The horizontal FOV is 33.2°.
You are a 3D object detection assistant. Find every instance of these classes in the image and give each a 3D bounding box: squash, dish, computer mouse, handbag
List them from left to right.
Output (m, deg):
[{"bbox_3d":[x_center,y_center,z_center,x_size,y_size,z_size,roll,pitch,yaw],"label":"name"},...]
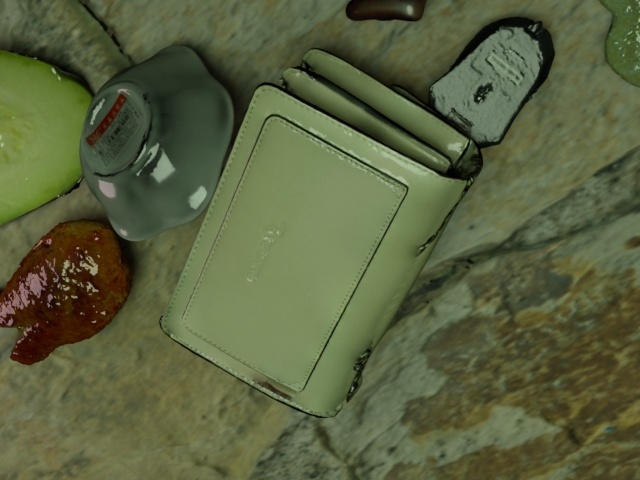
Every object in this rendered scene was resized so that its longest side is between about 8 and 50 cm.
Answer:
[{"bbox_3d":[-0.382,-0.136,1.246,0.155,0.204,0.237,-2,115,34],"label":"squash"},{"bbox_3d":[-0.205,-0.116,1.190,0.229,0.081,0.229,-7,77,35],"label":"dish"},{"bbox_3d":[0.000,0.000,1.194,0.236,0.160,0.359,33,123,9],"label":"handbag"},{"bbox_3d":[0.184,-0.170,1.169,0.099,0.057,0.172,40,105,-3],"label":"computer mouse"}]

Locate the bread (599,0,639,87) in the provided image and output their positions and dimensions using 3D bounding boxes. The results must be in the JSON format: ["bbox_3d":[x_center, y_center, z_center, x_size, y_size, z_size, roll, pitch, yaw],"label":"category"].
[{"bbox_3d":[0.382,-0.258,1.093,0.207,0.056,0.287,7,112,7],"label":"bread"}]

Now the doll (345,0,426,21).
[{"bbox_3d":[0.005,-0.358,1.026,0.339,0.209,0.318,25,140,-16],"label":"doll"}]

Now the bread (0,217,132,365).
[{"bbox_3d":[-0.338,0.072,1.353,0.269,0.095,0.139,-32,95,25],"label":"bread"}]
